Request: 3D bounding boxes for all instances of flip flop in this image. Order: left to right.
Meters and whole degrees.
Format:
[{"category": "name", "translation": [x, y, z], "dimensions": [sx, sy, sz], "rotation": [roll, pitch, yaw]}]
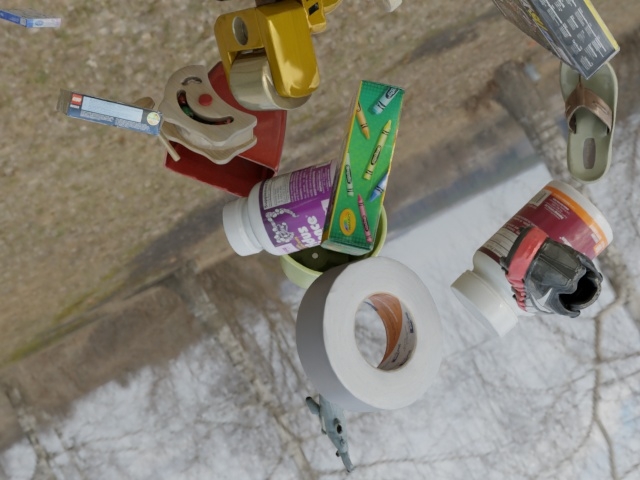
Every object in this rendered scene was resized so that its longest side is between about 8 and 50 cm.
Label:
[{"category": "flip flop", "translation": [0.526, -0.244, 1.715], "dimensions": [0.112, 0.277, 0.080], "rotation": [3, -164, 23]}]

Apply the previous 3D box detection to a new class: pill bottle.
[{"category": "pill bottle", "translation": [-0.048, -0.063, 1.846], "dimensions": [0.301, 0.169, 0.169], "rotation": [-16, -178, 19]}, {"category": "pill bottle", "translation": [0.540, 0.052, 2.248], "dimensions": [0.392, 0.224, 0.224], "rotation": [-44, 178, -2]}]

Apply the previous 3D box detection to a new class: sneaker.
[{"category": "sneaker", "translation": [0.364, 0.072, 1.331], "dimensions": [0.098, 0.135, 0.276], "rotation": [-57, 152, -6]}]

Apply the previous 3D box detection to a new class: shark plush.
[{"category": "shark plush", "translation": [0.020, 0.323, 1.503], "dimensions": [0.073, 0.161, 0.067], "rotation": [-4, 172, -13]}]

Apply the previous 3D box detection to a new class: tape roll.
[{"category": "tape roll", "translation": [0.074, 0.136, 1.256], "dimensions": [0.219, 0.219, 0.072], "rotation": [-26, -176, -36]}]

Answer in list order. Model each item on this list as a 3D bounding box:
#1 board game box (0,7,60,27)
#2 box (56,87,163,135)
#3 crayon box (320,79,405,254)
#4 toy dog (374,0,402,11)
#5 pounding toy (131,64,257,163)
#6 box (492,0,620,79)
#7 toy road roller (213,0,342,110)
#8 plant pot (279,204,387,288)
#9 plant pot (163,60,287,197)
[{"category": "board game box", "translation": [-0.605, -0.463, 1.802], "dimensions": [0.090, 0.020, 0.090], "rotation": [23, -155, 25]}, {"category": "box", "translation": [-0.390, -0.237, 1.588], "dimensions": [0.159, 0.044, 0.233], "rotation": [10, -173, -23]}, {"category": "crayon box", "translation": [0.070, -0.119, 1.505], "dimensions": [0.081, 0.278, 0.165], "rotation": [12, 176, -3]}, {"category": "toy dog", "translation": [0.136, -0.672, 1.900], "dimensions": [0.220, 0.161, 0.334], "rotation": [-36, 149, -26]}, {"category": "pounding toy", "translation": [-0.256, -0.256, 1.828], "dimensions": [0.154, 0.269, 0.155], "rotation": [-56, 166, -27]}, {"category": "box", "translation": [0.307, -0.422, 1.360], "dimensions": [0.079, 0.257, 0.322], "rotation": [-45, 131, 9]}, {"category": "toy road roller", "translation": [-0.058, -0.416, 1.596], "dimensions": [0.240, 0.330, 0.202], "rotation": [-20, -163, -30]}, {"category": "plant pot", "translation": [0.000, 0.000, 2.103], "dimensions": [0.276, 0.276, 0.254], "rotation": [-26, 165, -17]}, {"category": "plant pot", "translation": [-0.212, -0.276, 2.126], "dimensions": [0.267, 0.267, 0.236], "rotation": [132, -22, -71]}]
